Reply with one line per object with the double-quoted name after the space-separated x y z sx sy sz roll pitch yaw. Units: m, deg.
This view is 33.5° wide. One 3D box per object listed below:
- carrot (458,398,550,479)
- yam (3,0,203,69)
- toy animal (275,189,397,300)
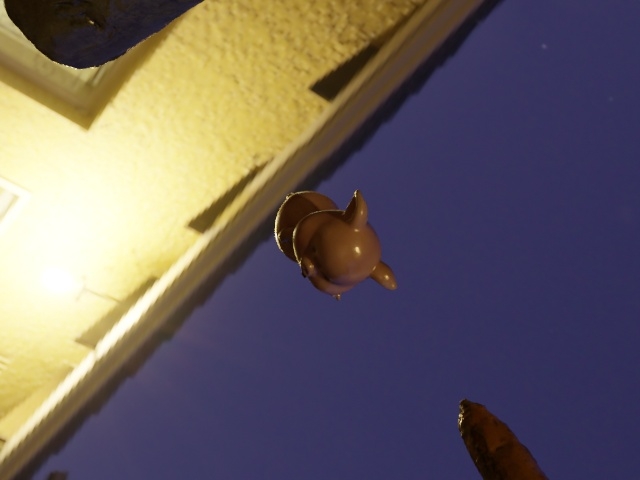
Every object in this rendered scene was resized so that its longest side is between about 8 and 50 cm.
0.204 0.256 0.859 0.066 0.066 0.314 -46 -121 24 "carrot"
-0.198 -0.321 1.140 0.300 0.195 0.195 -23 -137 29 "yam"
0.005 -0.004 0.967 0.089 0.083 0.150 -53 -140 -5 "toy animal"
